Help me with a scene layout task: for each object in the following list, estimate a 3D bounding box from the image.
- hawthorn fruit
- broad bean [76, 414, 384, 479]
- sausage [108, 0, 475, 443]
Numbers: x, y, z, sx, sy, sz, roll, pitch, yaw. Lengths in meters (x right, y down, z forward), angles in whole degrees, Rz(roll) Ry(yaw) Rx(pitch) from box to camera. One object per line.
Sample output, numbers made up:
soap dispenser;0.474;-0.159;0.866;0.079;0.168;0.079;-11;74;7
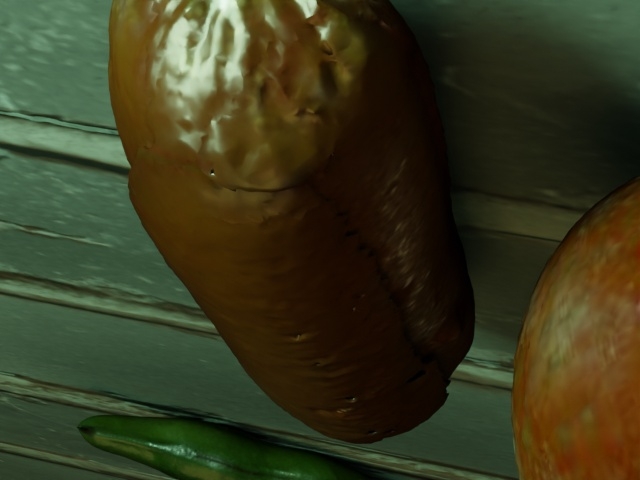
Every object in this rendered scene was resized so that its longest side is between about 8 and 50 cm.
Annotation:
hawthorn fruit;0.138;0.057;0.588;0.172;0.173;0.173;13;162;4
broad bean;-0.019;0.158;1.234;0.297;0.043;0.060;19;172;-16
sausage;0.000;0.000;0.656;0.102;0.102;0.330;10;161;13
